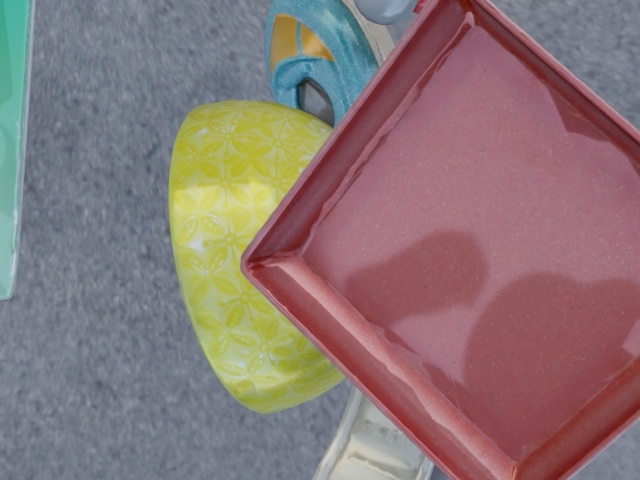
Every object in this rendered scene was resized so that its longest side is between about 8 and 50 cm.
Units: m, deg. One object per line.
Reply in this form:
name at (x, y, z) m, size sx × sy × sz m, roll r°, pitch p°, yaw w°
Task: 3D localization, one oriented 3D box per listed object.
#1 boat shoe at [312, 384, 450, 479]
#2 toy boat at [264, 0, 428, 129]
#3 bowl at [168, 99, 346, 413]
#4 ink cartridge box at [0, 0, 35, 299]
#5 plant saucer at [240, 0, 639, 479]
boat shoe at (0.086, 0.133, 0.840) m, size 0.324 × 0.116 × 0.097 m, roll -65°, pitch 157°, yaw -4°
toy boat at (0.034, -0.214, 1.174) m, size 0.148 × 0.318 × 0.267 m, roll -18°, pitch 77°, yaw -38°
bowl at (0.000, 0.000, 0.929) m, size 0.156 × 0.289 × 0.289 m, roll -13°, pitch 117°, yaw 17°
ink cartridge box at (-0.192, -0.071, 0.277) m, size 0.225 × 0.056 × 0.181 m, roll -2°, pitch 110°, yaw -30°
plant saucer at (0.108, 0.013, 0.656) m, size 0.258 × 0.048 × 0.259 m, roll 44°, pitch 121°, yaw 9°
